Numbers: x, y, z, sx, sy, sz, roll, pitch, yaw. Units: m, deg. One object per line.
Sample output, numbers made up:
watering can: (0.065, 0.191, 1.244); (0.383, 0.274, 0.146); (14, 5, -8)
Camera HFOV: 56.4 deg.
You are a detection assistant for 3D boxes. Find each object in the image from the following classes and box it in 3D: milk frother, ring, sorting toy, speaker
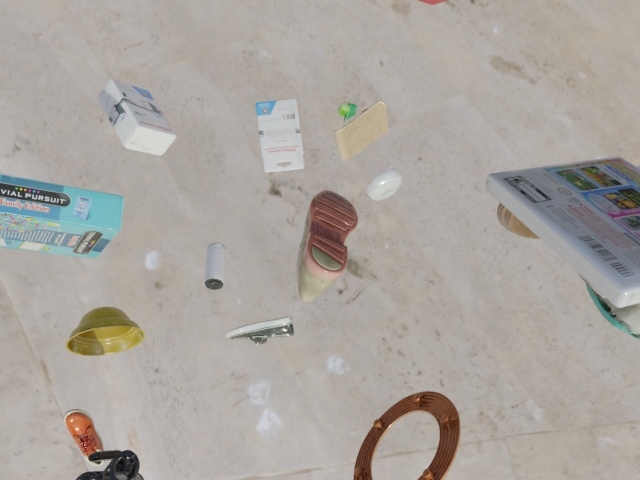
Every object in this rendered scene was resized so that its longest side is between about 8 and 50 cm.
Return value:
milk frother: (-0.397, 0.487, 1.198); (0.143, 0.135, 0.129); (-3, 70, 21)
ring: (0.200, 0.511, 1.466); (0.032, 0.336, 0.337); (44, 61, -19)
sorting toy: (0.041, -0.123, 0.625); (0.062, 0.083, 0.012); (-33, 63, -6)
speaker: (-0.297, 0.073, 1.685); (0.055, 0.055, 0.136); (4, 46, -11)

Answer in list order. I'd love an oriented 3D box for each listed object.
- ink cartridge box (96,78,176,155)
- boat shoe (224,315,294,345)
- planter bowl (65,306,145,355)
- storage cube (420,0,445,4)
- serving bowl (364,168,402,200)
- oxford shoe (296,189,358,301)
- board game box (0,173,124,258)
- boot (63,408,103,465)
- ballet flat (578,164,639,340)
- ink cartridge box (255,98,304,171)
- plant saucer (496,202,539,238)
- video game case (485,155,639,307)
ink cartridge box: (-0.504, -0.337, 1.639); (0.191, 0.082, 0.139); (54, 23, 22)
boat shoe: (-0.189, 0.287, 1.837); (0.219, 0.078, 0.070); (-13, 87, 12)
planter bowl: (-0.621, 0.251, 1.718); (0.217, 0.217, 0.090); (-8, 62, -17)
storage cube: (0.181, -0.463, 0.829); (0.215, 0.193, 0.184); (-6, 94, -44)
serving bowl: (0.132, -0.107, 1.204); (0.083, 0.083, 0.027); (-23, 65, -21)
oxford shoe: (0.000, 0.000, 1.571); (0.140, 0.146, 0.397); (28, 34, -5)
board game box: (-0.600, -0.048, 1.208); (0.336, 0.253, 0.079); (9, 71, -29)
boot: (-0.583, 0.491, 1.483); (0.059, 0.084, 0.158); (-29, 118, -15)
ballet flat: (0.363, -0.021, 0.642); (0.147, 0.147, 0.409); (42, 28, 8)
ink cartridge box: (-0.101, -0.254, 1.488); (0.104, 0.060, 0.180); (-6, 82, -6)
plant saucer: (0.557, -0.080, 1.398); (0.277, 0.278, 0.041); (2, 58, -12)
video game case: (0.231, -0.016, 0.461); (0.143, 0.019, 0.157); (-9, 38, -19)
